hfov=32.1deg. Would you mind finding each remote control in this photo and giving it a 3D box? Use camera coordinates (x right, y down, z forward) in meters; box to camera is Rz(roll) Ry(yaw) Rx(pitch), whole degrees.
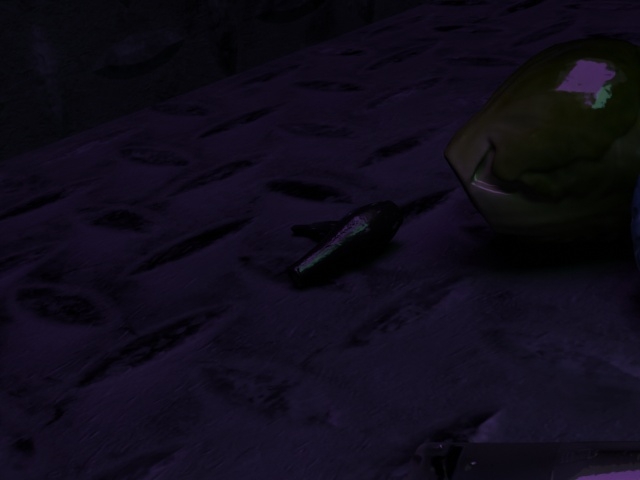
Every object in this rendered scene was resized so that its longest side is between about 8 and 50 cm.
[{"bbox_3d":[0.226,0.215,1.022,0.313,0.055,0.109,-3,23,21],"label":"remote control"}]

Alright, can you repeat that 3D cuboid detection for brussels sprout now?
[{"bbox_3d":[0.349,-0.129,1.519,0.355,0.281,0.289,-23,22,-4],"label":"brussels sprout"}]

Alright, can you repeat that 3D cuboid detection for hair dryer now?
[{"bbox_3d":[0.000,0.000,1.676,0.196,0.075,0.219,-32,18,-23],"label":"hair dryer"}]

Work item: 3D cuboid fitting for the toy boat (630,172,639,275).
[{"bbox_3d":[0.465,-0.016,1.266,0.215,0.123,0.330,-7,45,13],"label":"toy boat"}]
